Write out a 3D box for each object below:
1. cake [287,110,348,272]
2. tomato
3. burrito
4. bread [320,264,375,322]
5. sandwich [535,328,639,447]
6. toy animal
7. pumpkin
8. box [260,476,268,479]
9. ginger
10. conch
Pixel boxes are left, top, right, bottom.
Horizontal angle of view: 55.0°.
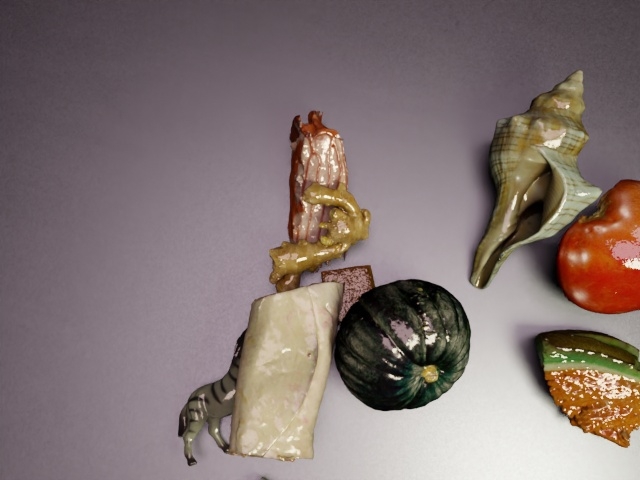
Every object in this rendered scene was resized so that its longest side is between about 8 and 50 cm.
[{"bbox_3d":[-0.006,-0.088,1.067,0.098,0.135,0.287,-5,88,-16],"label":"cake"},{"bbox_3d":[0.505,0.025,0.981,0.233,0.140,0.200,-47,121,-5],"label":"tomato"},{"bbox_3d":[-0.055,0.190,0.955,0.143,0.105,0.299,13,67,-4],"label":"burrito"},{"bbox_3d":[0.051,0.094,1.061,0.090,0.035,0.094,-9,78,-1],"label":"bread"},{"bbox_3d":[0.430,0.230,1.002,0.185,0.109,0.159,12,99,1],"label":"sandwich"},{"bbox_3d":[-0.148,0.250,1.016,0.217,0.073,0.175,-27,74,0],"label":"toy animal"},{"bbox_3d":[0.128,0.162,0.960,0.221,0.220,0.162,-39,42,-7],"label":"pumpkin"},{"bbox_3d":[-0.100,0.470,0.984,0.084,0.040,0.154,30,82,7],"label":"box"},{"bbox_3d":[0.000,0.000,1.029,0.177,0.052,0.193,-2,106,-7],"label":"ginger"},{"bbox_3d":[0.372,-0.094,1.036,0.170,0.203,0.385,2,103,-24],"label":"conch"}]
